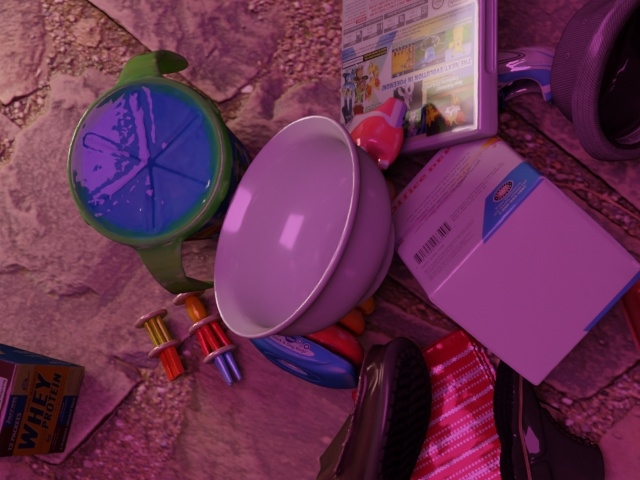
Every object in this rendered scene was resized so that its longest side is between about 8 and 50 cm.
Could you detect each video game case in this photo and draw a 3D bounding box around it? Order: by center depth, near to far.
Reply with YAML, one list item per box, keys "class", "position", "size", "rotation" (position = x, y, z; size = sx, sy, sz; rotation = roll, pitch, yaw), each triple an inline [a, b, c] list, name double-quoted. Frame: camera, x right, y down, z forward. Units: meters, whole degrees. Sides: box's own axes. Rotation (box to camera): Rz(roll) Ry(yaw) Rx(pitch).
- class: "video game case"
  position: [0.126, -0.265, 1.861]
  size: [0.329, 0.036, 0.299]
  rotation: [-9, 78, 58]

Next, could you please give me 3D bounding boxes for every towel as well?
- class: "towel"
  position: [0.180, 0.279, 1.888]
  size: [0.199, 0.031, 0.274]
  rotation: [-30, 76, 13]

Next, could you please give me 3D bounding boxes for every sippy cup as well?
- class: "sippy cup"
  position: [-0.201, -0.094, 1.953]
  size: [0.240, 0.224, 0.305]
  rotation: [27, 92, 18]

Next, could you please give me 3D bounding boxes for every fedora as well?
- class: "fedora"
  position: [0.396, -0.241, 1.805]
  size: [0.124, 0.244, 0.275]
  rotation: [34, 105, 47]

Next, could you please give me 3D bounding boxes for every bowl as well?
- class: "bowl"
  position: [0.000, 0.000, 1.763]
  size: [0.298, 0.134, 0.297]
  rotation: [-33, 46, 43]

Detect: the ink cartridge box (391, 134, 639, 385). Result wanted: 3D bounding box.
- class: "ink cartridge box"
  position: [0.229, 0.005, 1.749]
  size: [0.197, 0.270, 0.198]
  rotation: [39, 98, -22]

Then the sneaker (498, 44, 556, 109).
- class: "sneaker"
  position: [0.212, -0.223, 1.907]
  size: [0.237, 0.085, 0.086]
  rotation: [2, 75, 19]

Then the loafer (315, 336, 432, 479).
- class: "loafer"
  position: [0.048, 0.299, 1.852]
  size: [0.130, 0.134, 0.365]
  rotation: [16, 100, 29]

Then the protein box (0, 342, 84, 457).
- class: "protein box"
  position: [-0.490, 0.221, 2.022]
  size: [0.201, 0.200, 0.136]
  rotation: [13, 88, 19]

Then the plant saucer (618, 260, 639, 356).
- class: "plant saucer"
  position: [0.526, 0.103, 1.744]
  size: [0.258, 0.047, 0.259]
  rotation: [-24, 50, 14]

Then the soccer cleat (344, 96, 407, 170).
- class: "soccer cleat"
  position: [0.041, -0.122, 1.891]
  size: [0.083, 0.248, 0.095]
  rotation: [33, 67, -16]

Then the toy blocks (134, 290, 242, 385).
- class: "toy blocks"
  position: [-0.187, 0.157, 2.009]
  size: [0.123, 0.054, 0.148]
  rotation: [-31, 76, 11]

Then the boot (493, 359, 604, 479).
- class: "boot"
  position: [0.304, 0.244, 1.826]
  size: [0.137, 0.077, 0.197]
  rotation: [0, 83, -12]

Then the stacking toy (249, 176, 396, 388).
- class: "stacking toy"
  position: [0.029, 0.042, 1.919]
  size: [0.175, 0.166, 0.301]
  rotation: [25, 78, 12]
